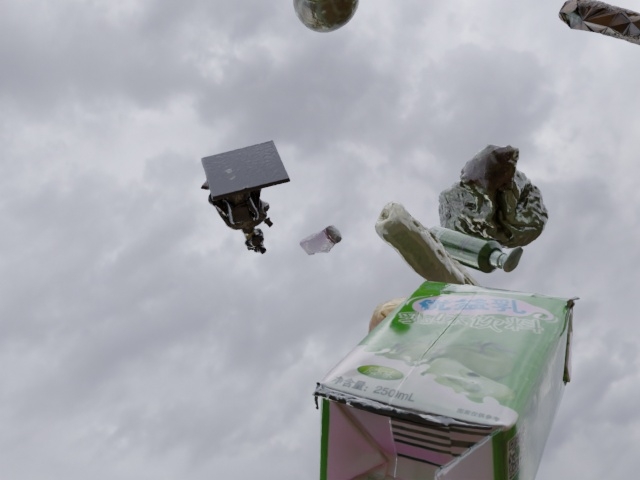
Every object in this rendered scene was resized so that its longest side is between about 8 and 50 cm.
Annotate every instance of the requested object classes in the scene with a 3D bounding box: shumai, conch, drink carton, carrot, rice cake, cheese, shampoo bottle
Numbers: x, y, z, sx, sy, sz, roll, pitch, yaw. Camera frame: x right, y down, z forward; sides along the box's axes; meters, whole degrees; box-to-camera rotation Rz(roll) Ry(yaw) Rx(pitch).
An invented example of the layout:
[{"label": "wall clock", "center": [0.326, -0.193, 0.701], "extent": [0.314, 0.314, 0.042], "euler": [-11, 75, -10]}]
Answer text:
[{"label": "shumai", "center": [0.361, -0.115, 1.372], "extent": [0.225, 0.260, 0.222], "euler": [-26, -67, -15]}, {"label": "conch", "center": [0.004, -0.385, 0.985], "extent": [0.105, 0.173, 0.116], "euler": [11, -63, -18]}, {"label": "drink carton", "center": [0.122, 0.128, 0.550], "extent": [0.161, 0.271, 0.108], "euler": [6, -71, 28]}, {"label": "carrot", "center": [0.605, -0.455, 1.312], "extent": [0.068, 0.228, 0.069], "euler": [-24, -47, -29]}, {"label": "rice cake", "center": [0.000, 0.000, 1.324], "extent": [0.047, 0.206, 0.036], "euler": [44, -106, -8]}, {"label": "cheese", "center": [0.135, 0.030, 0.732], "extent": [0.043, 0.065, 0.194], "euler": [-33, -65, 29]}, {"label": "shampoo bottle", "center": [0.273, 0.017, 1.140], "extent": [0.065, 0.204, 0.065], "euler": [-7, -75, -28]}]

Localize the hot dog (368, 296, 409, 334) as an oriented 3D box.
[{"label": "hot dog", "center": [0.234, 0.312, 1.299], "extent": [0.185, 0.406, 0.223], "euler": [-2, -9, -33]}]

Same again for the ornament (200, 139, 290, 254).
[{"label": "ornament", "center": [-0.146, -0.067, 1.280], "extent": [0.166, 0.153, 0.196], "euler": [-14, -51, -9]}]
